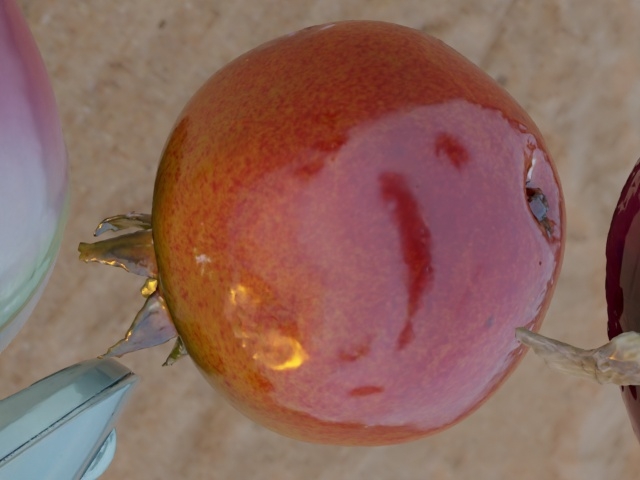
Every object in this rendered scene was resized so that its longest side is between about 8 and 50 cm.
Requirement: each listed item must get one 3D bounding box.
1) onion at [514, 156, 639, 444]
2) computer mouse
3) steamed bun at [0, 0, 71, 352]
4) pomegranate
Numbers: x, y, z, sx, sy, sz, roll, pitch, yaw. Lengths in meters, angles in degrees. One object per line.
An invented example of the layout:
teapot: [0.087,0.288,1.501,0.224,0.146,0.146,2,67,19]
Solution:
onion: [0.162,0.023,0.534,0.153,0.177,0.177,-10,130,-61]
computer mouse: [-0.222,0.163,1.033,0.288,0.097,0.159,-25,176,-11]
steamed bun: [-0.286,-0.059,1.139,0.309,0.309,0.309,-38,149,-28]
pomegranate: [0.000,0.000,0.958,0.221,0.256,0.221,-10,90,-77]
